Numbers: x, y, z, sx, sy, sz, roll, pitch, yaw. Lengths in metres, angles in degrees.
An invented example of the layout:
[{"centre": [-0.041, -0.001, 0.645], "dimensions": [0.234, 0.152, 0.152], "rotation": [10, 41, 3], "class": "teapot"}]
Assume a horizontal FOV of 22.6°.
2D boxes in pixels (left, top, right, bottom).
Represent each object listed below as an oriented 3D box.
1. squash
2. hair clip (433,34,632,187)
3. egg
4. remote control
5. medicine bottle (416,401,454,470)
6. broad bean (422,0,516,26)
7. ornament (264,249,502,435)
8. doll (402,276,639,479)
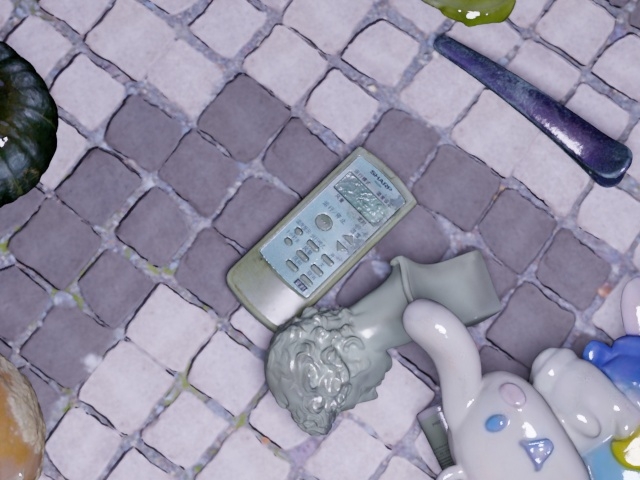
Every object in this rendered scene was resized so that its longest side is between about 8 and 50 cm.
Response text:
[{"centre": [-0.401, -0.130, 1.780], "dimensions": [0.218, 0.172, 0.218], "rotation": [-1, 98, -6], "class": "squash"}, {"centre": [0.246, -0.161, 1.867], "dimensions": [0.275, 0.083, 0.048], "rotation": [39, 90, 8], "class": "hair clip"}, {"centre": [-0.402, 0.195, 1.704], "dimensions": [0.203, 0.203, 0.245], "rotation": [-38, 77, -9], "class": "egg"}, {"centre": [0.000, 0.000, 1.841], "dimensions": [0.233, 0.038, 0.098], "rotation": [-44, 84, -11], "class": "remote control"}, {"centre": [0.173, 0.272, 1.783], "dimensions": [0.058, 0.057, 0.199], "rotation": [-24, 82, -7], "class": "medicine bottle"}, {"centre": [0.162, -0.327, 1.899], "dimensions": [0.174, 0.082, 0.124], "rotation": [39, 79, 16], "class": "broad bean"}, {"centre": [0.066, 0.096, 1.783], "dimensions": [0.285, 0.120, 0.130], "rotation": [-34, 80, -10], "class": "ornament"}, {"centre": [0.291, 0.210, 1.706], "dimensions": [0.366, 0.187, 0.376], "rotation": [-17, 106, -11], "class": "doll"}]
